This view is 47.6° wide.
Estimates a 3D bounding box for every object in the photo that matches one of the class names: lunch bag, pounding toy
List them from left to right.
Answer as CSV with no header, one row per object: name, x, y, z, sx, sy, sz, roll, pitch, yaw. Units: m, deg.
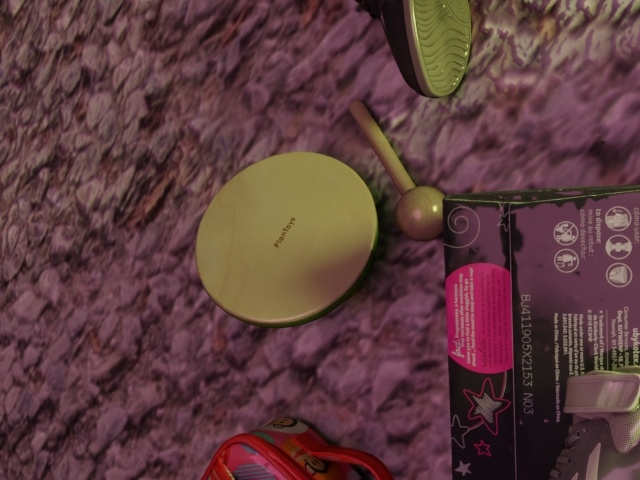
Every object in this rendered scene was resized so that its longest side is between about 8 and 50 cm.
lunch bag,-0.003,0.328,0.726,0.293,0.120,0.258,37,107,24
pounding toy,0.000,0.000,0.732,0.237,0.110,0.183,-34,59,-2

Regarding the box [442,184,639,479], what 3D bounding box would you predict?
box,0.199,0.082,0.568,0.163,0.142,0.247,-1,93,31

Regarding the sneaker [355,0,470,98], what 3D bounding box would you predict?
sneaker,0.065,-0.236,0.693,0.118,0.083,0.222,-9,94,51

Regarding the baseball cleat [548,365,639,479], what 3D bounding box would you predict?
baseball cleat,0.175,0.153,0.475,0.206,0.072,0.109,-43,58,22
